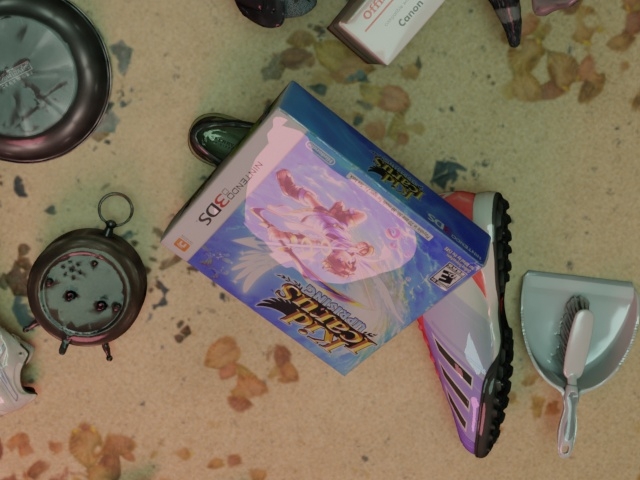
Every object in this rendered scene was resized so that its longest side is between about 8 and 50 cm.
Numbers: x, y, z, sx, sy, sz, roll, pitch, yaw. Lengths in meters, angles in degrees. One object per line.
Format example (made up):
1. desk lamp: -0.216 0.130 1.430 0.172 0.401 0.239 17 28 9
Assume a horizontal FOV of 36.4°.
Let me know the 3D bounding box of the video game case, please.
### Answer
1. video game case: 0.000 0.000 1.046 0.269 0.061 0.244 37 130 -12

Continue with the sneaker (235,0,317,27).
1. sneaker: -0.028 -0.305 0.971 0.101 0.268 0.153 -41 113 -31

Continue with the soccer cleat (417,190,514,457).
1. soccer cleat: 0.161 0.098 1.133 0.116 0.108 0.318 2 106 20

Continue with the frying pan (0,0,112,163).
1. frying pan: -0.332 -0.242 1.049 0.197 0.053 0.326 -4 104 -4

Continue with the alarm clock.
1. alarm clock: -0.257 0.036 1.101 0.129 0.064 0.192 19 96 -8

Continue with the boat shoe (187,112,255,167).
1. boat shoe: -0.041 -0.085 1.084 0.223 0.073 0.080 16 102 -6

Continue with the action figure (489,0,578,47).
1. action figure: 0.135 -0.353 0.972 0.330 0.341 0.178 46 133 -4

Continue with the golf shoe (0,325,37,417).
1. golf shoe: -0.374 0.116 1.115 0.086 0.069 0.176 -12 107 -21

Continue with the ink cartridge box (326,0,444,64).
1. ink cartridge box: 0.074 -0.242 0.998 0.067 0.198 0.115 40 96 -10

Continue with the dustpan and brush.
1. dustpan and brush: 0.301 0.151 1.162 0.147 0.060 0.211 7 100 -5
